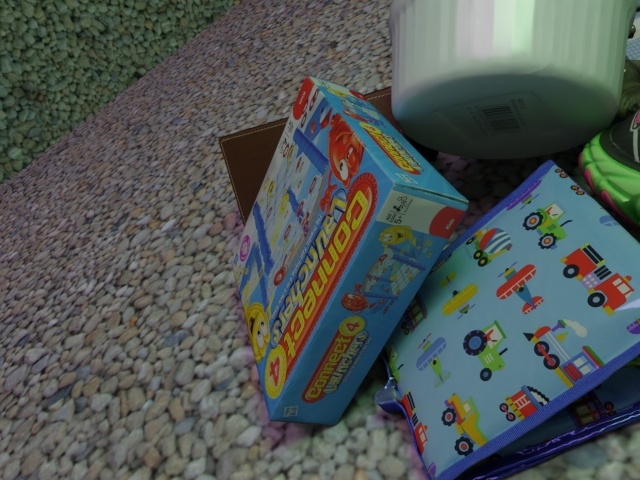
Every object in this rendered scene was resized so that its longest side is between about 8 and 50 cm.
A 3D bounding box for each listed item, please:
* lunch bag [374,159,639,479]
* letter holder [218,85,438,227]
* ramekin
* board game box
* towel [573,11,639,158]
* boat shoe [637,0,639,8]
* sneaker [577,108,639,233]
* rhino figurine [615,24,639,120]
[{"bbox_3d":[0.179,0.098,0.546,0.293,0.138,0.221,-34,39,14],"label":"lunch bag"},{"bbox_3d":[0.026,-0.101,0.862,0.302,0.214,0.152,-10,11,29],"label":"letter holder"},{"bbox_3d":[0.213,-0.198,0.642,0.277,0.277,0.135,0,76,35],"label":"ramekin"},{"bbox_3d":[0.000,0.000,0.658,0.308,0.086,0.302,-64,28,25],"label":"board game box"},{"bbox_3d":[0.428,-0.234,0.795,0.209,0.034,0.285,-19,41,14],"label":"towel"},{"bbox_3d":[0.456,-0.436,0.904,0.367,0.136,0.156,-14,19,7],"label":"boat shoe"},{"bbox_3d":[0.403,-0.016,0.417,0.202,0.185,0.483,-51,34,20],"label":"sneaker"},{"bbox_3d":[0.392,-0.205,0.705,0.106,0.073,0.243,-19,43,7],"label":"rhino figurine"}]
